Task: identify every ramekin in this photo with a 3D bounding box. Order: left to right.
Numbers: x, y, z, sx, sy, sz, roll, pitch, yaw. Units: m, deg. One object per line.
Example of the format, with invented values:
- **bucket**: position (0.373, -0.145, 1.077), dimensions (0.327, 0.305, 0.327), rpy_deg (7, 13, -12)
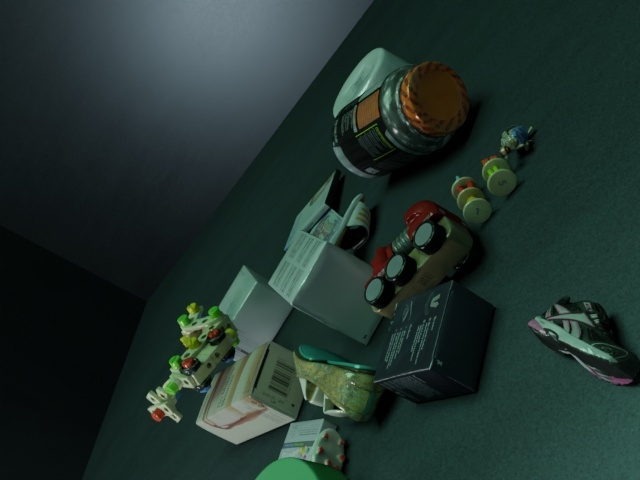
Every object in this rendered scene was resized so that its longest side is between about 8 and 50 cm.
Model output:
- **ramekin**: position (0.158, -0.435, 2.092), dimensions (0.277, 0.135, 0.277), rpy_deg (-50, 20, 26)

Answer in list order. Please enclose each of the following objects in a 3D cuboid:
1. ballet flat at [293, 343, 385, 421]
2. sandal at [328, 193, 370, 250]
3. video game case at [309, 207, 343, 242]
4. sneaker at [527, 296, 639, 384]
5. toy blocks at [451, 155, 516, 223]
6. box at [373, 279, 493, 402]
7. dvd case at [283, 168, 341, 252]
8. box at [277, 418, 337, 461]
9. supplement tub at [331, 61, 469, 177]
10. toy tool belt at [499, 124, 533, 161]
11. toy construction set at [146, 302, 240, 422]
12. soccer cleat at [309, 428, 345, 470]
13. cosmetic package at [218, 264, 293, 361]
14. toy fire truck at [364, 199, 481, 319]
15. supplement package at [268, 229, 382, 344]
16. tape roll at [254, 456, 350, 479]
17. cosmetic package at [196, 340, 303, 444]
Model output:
- **ballet flat**: position (0.020, 0.279, 1.378), dimensions (0.123, 0.123, 0.348), rpy_deg (-62, 18, -11)
- **sandal**: position (0.074, -0.006, 1.724), dimensions (0.102, 0.076, 0.265), rpy_deg (109, -172, -46)
- **video game case**: position (0.000, 0.000, 1.996), dimensions (0.183, 0.023, 0.201), rpy_deg (-58, 18, 5)
- **sneaker**: position (0.333, 0.112, 0.881), dimensions (0.077, 0.072, 0.178), rpy_deg (-49, 24, -2)
- **toy blocks**: position (0.303, -0.112, 1.332), dimensions (0.123, 0.054, 0.148), rpy_deg (-52, 19, 22)
- **box**: position (0.182, 0.168, 1.141), dimensions (0.158, 0.093, 0.156), rpy_deg (-33, 31, 56)
- **dvd case**: position (-0.026, -0.088, 2.162), dimensions (0.253, 0.022, 0.180), rpy_deg (-48, 16, 40)
- **box**: position (-0.044, 0.448, 1.381), dimensions (0.145, 0.038, 0.186), rpy_deg (-30, 35, 57)
- **supplement tub**: position (0.184, -0.282, 1.667), dimensions (0.338, 0.207, 0.207), rpy_deg (-20, 43, 62)
- **toy tool belt**: position (0.361, -0.184, 1.292), dimensions (0.051, 0.052, 0.083), rpy_deg (-27, 14, 38)
- **toy construction set**: position (-0.323, 0.296, 1.763), dimensions (0.215, 0.151, 0.327), rpy_deg (-4, 48, 40)
- **soccer cleat**: position (-0.003, 0.431, 1.259), dimensions (0.076, 0.068, 0.196), rpy_deg (-46, 25, 43)
- **cosmetic package**: position (-0.205, 0.214, 2.016), dimensions (0.224, 0.138, 0.224), rpy_deg (-58, 18, 0)
- **toy fire truck**: position (0.181, 0.014, 1.348), dimensions (0.217, 0.158, 0.246), rpy_deg (-51, 30, 24)
- **supplement package**: position (0.025, 0.094, 1.507), dimensions (0.149, 0.194, 0.203), rpy_deg (-60, 19, -1)
- **tape roll**: position (-0.048, 0.515, 1.121), dimensions (0.321, 0.077, 0.321), rpy_deg (-42, 37, 42)
- **cosmetic package**: position (-0.161, 0.366, 1.668), dimensions (0.296, 0.129, 0.153), rpy_deg (-39, 26, 47)
